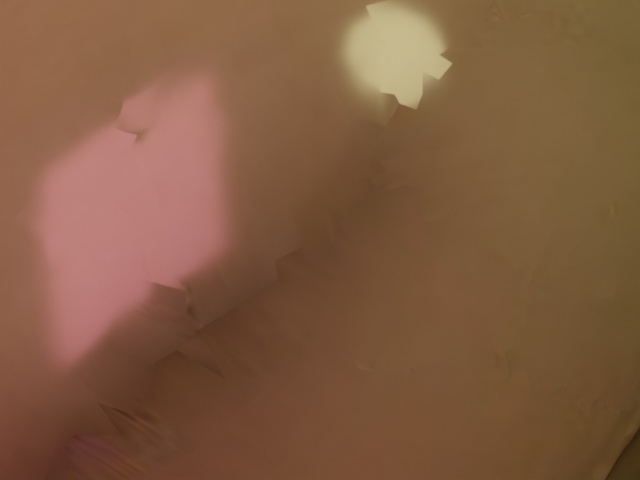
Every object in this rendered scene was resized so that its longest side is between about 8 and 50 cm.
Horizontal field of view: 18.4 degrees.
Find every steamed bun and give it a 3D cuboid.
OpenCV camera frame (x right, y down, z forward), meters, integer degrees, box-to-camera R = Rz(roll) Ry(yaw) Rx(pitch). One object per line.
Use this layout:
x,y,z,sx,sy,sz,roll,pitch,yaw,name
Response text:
-0.004,-0.002,0.722,0.374,0.334,0.334,-41,50,21,steamed bun
